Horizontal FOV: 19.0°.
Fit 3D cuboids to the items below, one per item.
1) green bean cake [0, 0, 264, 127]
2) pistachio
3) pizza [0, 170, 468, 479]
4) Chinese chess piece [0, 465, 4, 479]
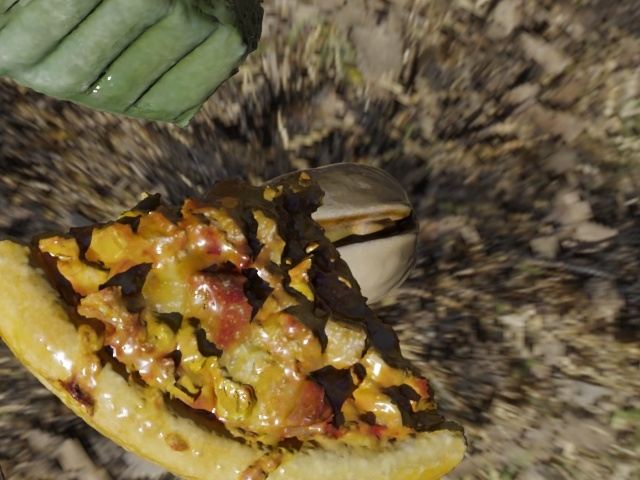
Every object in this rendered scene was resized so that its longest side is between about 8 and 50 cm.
[{"bbox_3d":[-0.148,-0.187,1.111,0.125,0.227,0.222,-38,56,23],"label":"green bean cake"},{"bbox_3d":[0.000,0.000,1.645,0.152,0.223,0.126,-11,90,42],"label":"pistachio"},{"bbox_3d":[-0.052,0.046,1.214,0.336,0.086,0.226,24,64,-9],"label":"pizza"},{"bbox_3d":[-0.406,0.240,1.714,0.257,0.104,0.257,4,103,17],"label":"Chinese chess piece"}]
